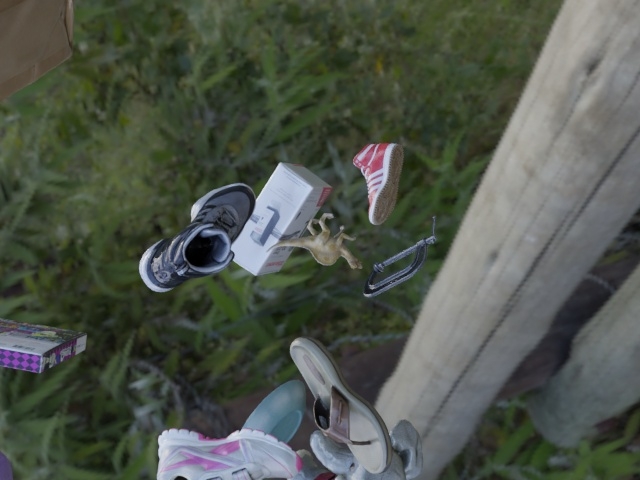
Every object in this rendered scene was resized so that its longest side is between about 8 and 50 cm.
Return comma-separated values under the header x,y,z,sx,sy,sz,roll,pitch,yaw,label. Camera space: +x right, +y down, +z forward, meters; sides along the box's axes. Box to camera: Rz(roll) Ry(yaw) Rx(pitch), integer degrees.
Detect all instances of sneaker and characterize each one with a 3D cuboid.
x,y,z,sx,sy,sz,roll,pitch,yaw,label
-0.179,-0.011,1.965,0.153,0.268,0.101,-10,118,54,sneaker
0.075,-0.083,1.634,0.067,0.042,0.118,11,84,40,sneaker
-0.151,0.372,1.836,0.103,0.252,0.111,63,-150,-46,sneaker

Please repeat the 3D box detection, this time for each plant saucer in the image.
x,y,z,sx,sy,sz,roll,pitch,yaw,label
-0.083,0.355,2.183,0.037,0.195,0.195,34,147,26,plant saucer

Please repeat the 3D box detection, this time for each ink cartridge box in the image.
x,y,z,sx,sy,sz,roll,pitch,yaw,label
-0.085,-0.043,2.327,0.092,0.218,0.158,37,-169,11,ink cartridge box

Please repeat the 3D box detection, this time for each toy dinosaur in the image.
x,y,z,sx,sy,sz,roll,pitch,yaw,label
0.000,0.000,2.075,0.053,0.183,0.093,131,150,-61,toy dinosaur

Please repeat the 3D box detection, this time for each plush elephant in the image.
x,y,z,sx,sy,sz,roll,pitch,yaw,label
0.057,0.461,2.135,0.330,0.272,0.255,20,123,16,plush elephant

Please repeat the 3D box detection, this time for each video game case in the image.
x,y,z,sx,sy,sz,roll,pitch,yaw,label
-0.592,0.193,2.175,0.210,0.232,0.042,-33,-49,-78,video game case

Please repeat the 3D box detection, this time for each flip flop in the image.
x,y,z,sx,sy,sz,roll,pitch,yaw,label
0.023,0.291,1.989,0.277,0.080,0.112,55,141,10,flip flop

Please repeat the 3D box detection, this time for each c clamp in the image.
x,y,z,sx,sy,sz,roll,pitch,yaw,label
0.141,0.038,2.015,0.022,0.160,0.137,46,-152,-23,c clamp

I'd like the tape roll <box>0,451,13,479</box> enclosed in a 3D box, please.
x,y,z,sx,sy,sz,roll,pitch,yaw,label
-0.626,0.438,1.978,0.080,0.189,0.189,-109,12,-45,tape roll

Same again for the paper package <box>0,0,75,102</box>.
x,y,z,sx,sy,sz,roll,pitch,yaw,label
-0.490,-0.299,1.361,0.309,0.324,0.168,-58,-16,-58,paper package
